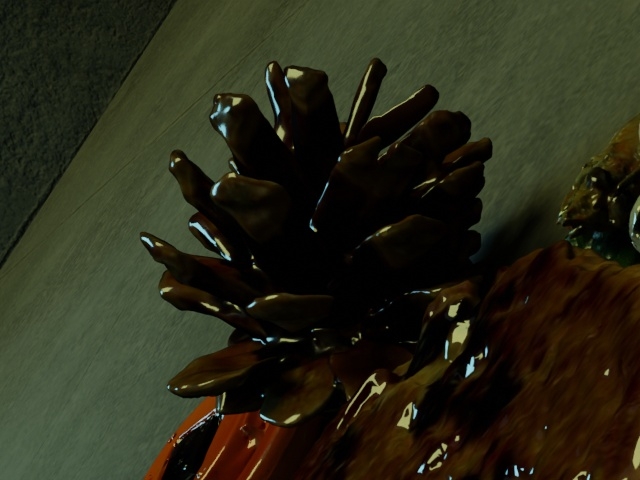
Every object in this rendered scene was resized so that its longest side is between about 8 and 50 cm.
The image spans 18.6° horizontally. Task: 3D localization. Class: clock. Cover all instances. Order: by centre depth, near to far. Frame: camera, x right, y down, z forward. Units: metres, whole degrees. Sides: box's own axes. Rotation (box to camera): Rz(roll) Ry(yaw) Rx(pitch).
[{"bbox_3d":[-0.070,0.152,1.260,0.205,0.051,0.205,-48,13,15],"label":"clock"}]

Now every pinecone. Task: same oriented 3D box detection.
[{"bbox_3d":[0.000,-0.003,1.111,0.229,0.202,0.201,-91,9,-71],"label":"pinecone"}]

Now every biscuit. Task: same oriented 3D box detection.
[{"bbox_3d":[0.061,0.136,0.798,0.289,0.081,0.334,-55,14,7],"label":"biscuit"}]

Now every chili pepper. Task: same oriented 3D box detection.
[{"bbox_3d":[0.144,0.009,0.945,0.055,0.035,0.118,-31,23,15],"label":"chili pepper"}]

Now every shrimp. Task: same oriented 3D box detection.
[{"bbox_3d":[0.148,-0.029,0.952,0.101,0.042,0.190,-42,-2,26],"label":"shrimp"}]

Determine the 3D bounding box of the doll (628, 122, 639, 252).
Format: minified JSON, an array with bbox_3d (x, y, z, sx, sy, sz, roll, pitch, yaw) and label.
[{"bbox_3d":[0.189,-0.062,0.729,0.149,0.095,0.192,5,98,41],"label":"doll"}]
